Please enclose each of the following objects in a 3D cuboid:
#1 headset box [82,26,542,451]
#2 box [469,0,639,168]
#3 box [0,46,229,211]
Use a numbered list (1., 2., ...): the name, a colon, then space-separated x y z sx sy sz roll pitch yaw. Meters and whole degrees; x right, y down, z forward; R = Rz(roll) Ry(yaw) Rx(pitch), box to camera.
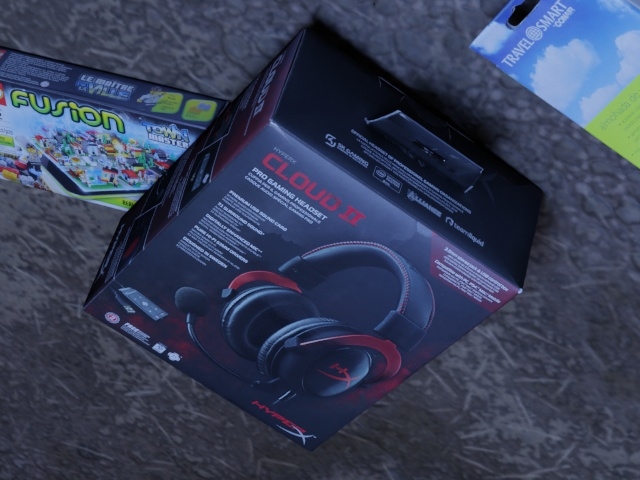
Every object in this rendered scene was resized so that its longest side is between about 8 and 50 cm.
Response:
1. headset box: 0.000 0.000 1.328 0.218 0.110 0.293 34 133 -16
2. box: 0.198 -0.113 1.182 0.178 0.042 0.109 34 139 -6
3. box: -0.168 -0.078 1.430 0.207 0.036 0.114 14 137 17
